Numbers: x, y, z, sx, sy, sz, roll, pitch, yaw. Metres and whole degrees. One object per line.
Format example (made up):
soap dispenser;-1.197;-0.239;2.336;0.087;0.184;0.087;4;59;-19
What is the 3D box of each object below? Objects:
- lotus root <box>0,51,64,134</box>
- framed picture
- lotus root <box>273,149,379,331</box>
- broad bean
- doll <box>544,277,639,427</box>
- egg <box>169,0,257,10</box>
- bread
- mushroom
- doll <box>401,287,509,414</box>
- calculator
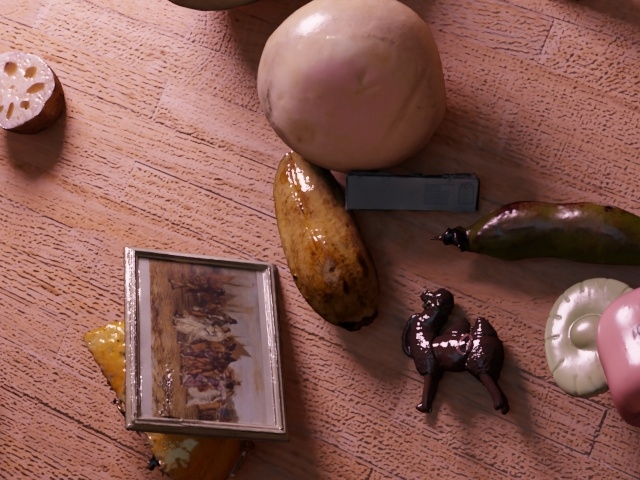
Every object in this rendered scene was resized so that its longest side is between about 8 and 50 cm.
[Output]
lotus root;-0.430;-0.214;2.070;0.122;0.081;0.112;41;96;22
framed picture;-0.147;0.128;1.824;0.217;0.017;0.274;6;55;-19
lotus root;0.000;0.000;1.865;0.110;0.097;0.258;-30;69;18
broad bean;0.304;-0.010;1.763;0.339;0.061;0.077;2;90;22
doll;0.412;0.147;1.652;0.284;0.216;0.268;-15;55;12
egg;-0.104;-0.464;1.885;0.352;0.258;0.258;-45;70;9
bread;-0.184;0.195;1.877;0.147;0.160;0.260;-37;65;6
mushroom;0.047;-0.212;1.830;0.246;0.202;0.246;10;130;13
doll;0.168;0.140;1.801;0.139;0.057;0.165;-7;75;23
calculator;0.118;-0.063;1.827;0.172;0.018;0.057;0;116;1
